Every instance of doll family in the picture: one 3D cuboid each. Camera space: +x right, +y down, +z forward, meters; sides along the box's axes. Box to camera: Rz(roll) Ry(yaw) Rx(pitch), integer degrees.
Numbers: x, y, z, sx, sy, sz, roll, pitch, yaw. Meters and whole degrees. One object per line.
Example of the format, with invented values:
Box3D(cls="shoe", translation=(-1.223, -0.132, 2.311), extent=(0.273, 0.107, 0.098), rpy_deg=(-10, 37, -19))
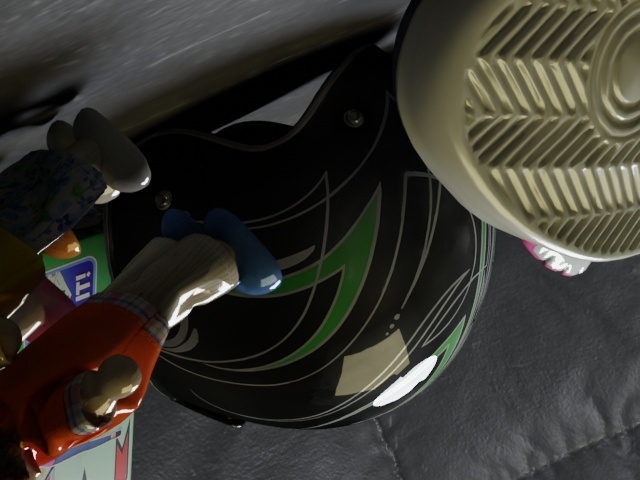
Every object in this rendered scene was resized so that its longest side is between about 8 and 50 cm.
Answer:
Box3D(cls="doll family", translation=(-0.148, 0.035, 0.620), extent=(0.163, 0.118, 0.263), rpy_deg=(-44, -168, -29))

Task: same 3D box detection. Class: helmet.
Box3D(cls="helmet", translation=(0.000, 0.000, 0.802), extent=(0.162, 0.169, 0.169), rpy_deg=(-7, -177, 16))

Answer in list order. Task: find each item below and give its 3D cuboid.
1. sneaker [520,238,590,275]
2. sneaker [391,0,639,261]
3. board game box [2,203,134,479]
Box3D(cls="sneaker", translation=(0.117, -0.058, 0.961), extent=(0.111, 0.103, 0.252), rpy_deg=(-35, 156, 27))
Box3D(cls="sneaker", translation=(0.117, -0.074, 0.795), extent=(0.148, 0.131, 0.350), rpy_deg=(30, -166, 36))
Box3D(cls="board game box", translation=(-0.178, 0.154, 0.833), extent=(0.046, 0.317, 0.213), rpy_deg=(20, -153, 33))
